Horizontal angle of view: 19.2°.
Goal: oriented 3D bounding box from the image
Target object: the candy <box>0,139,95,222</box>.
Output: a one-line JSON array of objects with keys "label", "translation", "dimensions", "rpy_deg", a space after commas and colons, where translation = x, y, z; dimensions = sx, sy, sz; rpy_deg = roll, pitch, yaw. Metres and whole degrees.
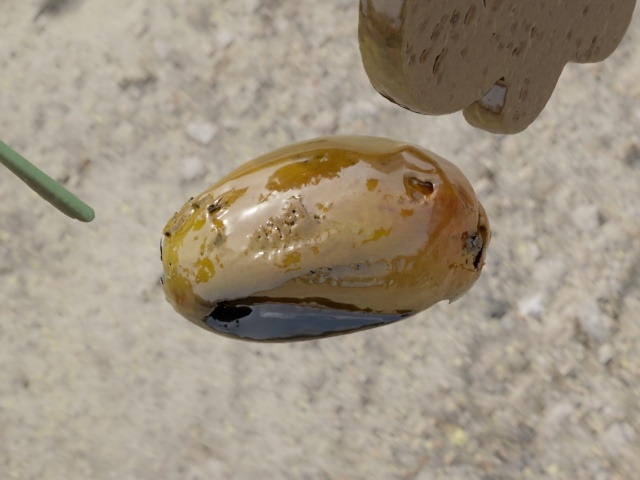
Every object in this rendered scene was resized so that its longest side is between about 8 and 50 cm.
[{"label": "candy", "translation": [-0.266, -0.087, 1.488], "dimensions": [0.097, 0.323, 0.097], "rpy_deg": [-11, 62, 22]}]

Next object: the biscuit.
[{"label": "biscuit", "translation": [0.088, -0.129, 0.831], "dimensions": [0.039, 0.236, 0.180], "rpy_deg": [26, 112, 25]}]

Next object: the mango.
[{"label": "mango", "translation": [0.000, 0.000, 1.392], "dimensions": [0.248, 0.156, 0.151], "rpy_deg": [-12, 78, 12]}]
